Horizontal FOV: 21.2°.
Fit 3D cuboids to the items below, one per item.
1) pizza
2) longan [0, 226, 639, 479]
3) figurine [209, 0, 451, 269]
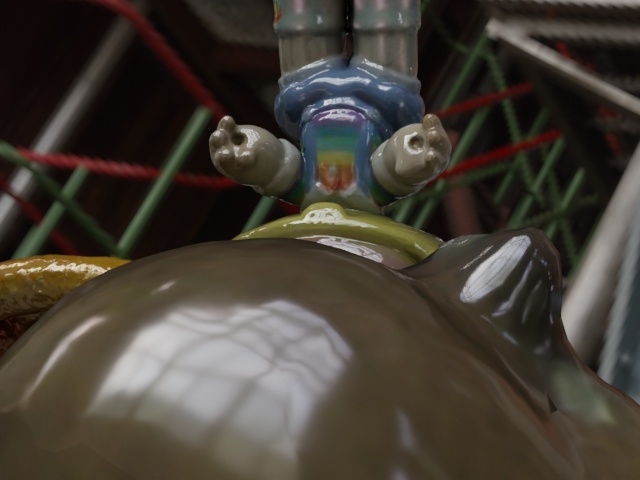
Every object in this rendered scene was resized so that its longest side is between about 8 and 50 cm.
[{"bbox_3d":[-0.201,0.079,1.138,0.271,0.056,0.134,-10,-80,26],"label":"pizza"},{"bbox_3d":[0.005,0.130,0.600,0.300,0.300,0.243,38,-13,-20],"label":"longan"},{"bbox_3d":[0.031,0.000,1.117,0.224,0.381,0.205,16,1,8],"label":"figurine"}]
